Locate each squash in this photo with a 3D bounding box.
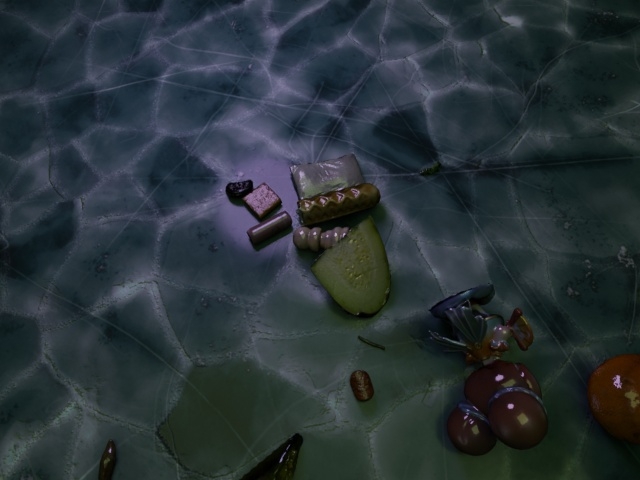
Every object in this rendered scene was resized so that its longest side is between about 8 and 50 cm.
[{"bbox_3d":[0.120,0.092,1.350,0.237,0.204,0.155,-38,50,-13],"label":"squash"}]

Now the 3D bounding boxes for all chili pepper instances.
[{"bbox_3d":[0.366,-0.236,1.561,0.083,0.022,0.027,-30,104,-13],"label":"chili pepper"}]

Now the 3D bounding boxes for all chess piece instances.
[{"bbox_3d":[0.000,0.000,1.423,0.171,0.094,0.094,5,67,6],"label":"chess piece"}]

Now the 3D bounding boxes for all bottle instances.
[{"bbox_3d":[-0.156,-0.040,1.455,0.140,0.053,0.053,-30,71,-12],"label":"bottle"}]

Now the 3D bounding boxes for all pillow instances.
[{"bbox_3d":[0.026,-0.202,1.530,0.230,0.050,0.148,-14,75,-6],"label":"pillow"}]

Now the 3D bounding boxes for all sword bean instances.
[{"bbox_3d":[0.145,0.292,1.340,0.083,0.012,0.012,22,69,8],"label":"sword bean"}]

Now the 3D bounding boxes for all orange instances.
[{"bbox_3d":[0.801,0.407,1.214,0.224,0.170,0.223,5,74,-20],"label":"orange"}]

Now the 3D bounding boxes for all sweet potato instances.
[{"bbox_3d":[-0.542,0.588,1.196,0.041,0.038,0.153,-17,68,17],"label":"sweet potato"}]

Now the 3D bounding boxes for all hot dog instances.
[{"bbox_3d":[0.114,0.395,1.283,0.058,0.035,0.083,-16,68,-7],"label":"hot dog"}]

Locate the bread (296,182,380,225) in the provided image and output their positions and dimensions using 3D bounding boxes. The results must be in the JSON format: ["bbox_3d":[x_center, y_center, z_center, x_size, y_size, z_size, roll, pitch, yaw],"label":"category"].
[{"bbox_3d":[0.058,-0.115,1.463,0.270,0.098,0.087,-15,44,-7],"label":"bread"}]

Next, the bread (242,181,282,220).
[{"bbox_3d":[-0.186,-0.124,1.500,0.094,0.035,0.090,-41,73,-16],"label":"bread"}]

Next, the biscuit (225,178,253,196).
[{"bbox_3d":[-0.260,-0.170,1.514,0.087,0.027,0.089,16,47,29],"label":"biscuit"}]

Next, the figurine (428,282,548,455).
[{"bbox_3d":[0.427,0.323,1.212,0.248,0.276,0.387,-8,68,-30],"label":"figurine"}]

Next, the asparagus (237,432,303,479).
[{"bbox_3d":[-0.175,0.632,1.139,0.382,0.128,0.108,-36,107,-16],"label":"asparagus"}]
